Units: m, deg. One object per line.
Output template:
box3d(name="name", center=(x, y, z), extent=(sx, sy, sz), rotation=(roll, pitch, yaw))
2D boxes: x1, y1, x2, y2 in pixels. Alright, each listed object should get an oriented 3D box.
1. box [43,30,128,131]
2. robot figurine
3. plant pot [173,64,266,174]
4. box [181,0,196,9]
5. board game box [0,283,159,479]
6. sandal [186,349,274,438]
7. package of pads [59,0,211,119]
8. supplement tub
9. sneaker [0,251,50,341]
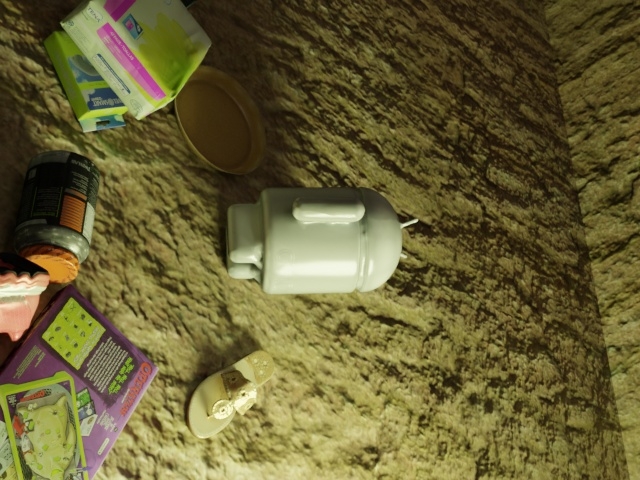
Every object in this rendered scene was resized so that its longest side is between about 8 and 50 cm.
box3d(name="box", center=(-0.407, -0.286, 1.819), extent=(0.109, 0.042, 0.178), rotation=(-19, 84, -52))
box3d(name="robot figurine", center=(0.000, 0.000, 1.924), extent=(0.354, 0.300, 0.199), rotation=(-1, 68, -7))
box3d(name="plant pot", center=(-0.204, -0.234, 2.034), extent=(0.236, 0.032, 0.236), rotation=(27, 50, -39))
box3d(name="box", center=(-0.260, -0.573, 2.010), extent=(0.175, 0.220, 0.051), rotation=(42, 38, -27))
box3d(name="board game box", center=(-0.393, 0.251, 1.521), extent=(0.208, 0.056, 0.347), rotation=(45, 41, -16))
box3d(name="sandal", center=(-0.138, 0.252, 1.788), extent=(0.088, 0.079, 0.240), rotation=(59, 38, -6))
box3d(name="package of pads", center=(-0.322, -0.375, 1.870), extent=(0.229, 0.101, 0.296), rotation=(52, 27, -21))
box3d(name="supplement tub", center=(-0.413, -0.036, 1.604), extent=(0.117, 0.117, 0.190), rotation=(29, 50, -37))
box3d(name="sneaker", center=(-0.514, 0.092, 1.401), extent=(0.314, 0.116, 0.136), rotation=(4, 106, -50))
